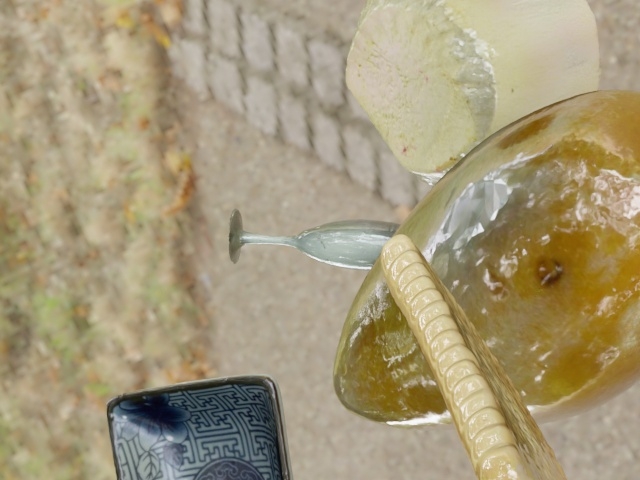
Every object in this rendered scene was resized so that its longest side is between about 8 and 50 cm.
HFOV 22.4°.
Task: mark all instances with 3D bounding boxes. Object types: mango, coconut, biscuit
[{"bbox_3d":[0.149,0.033,1.195,0.384,0.199,0.221,-40,40,40],"label":"mango"},{"bbox_3d":[0.169,-0.184,1.660,0.239,0.244,0.239,25,126,40],"label":"coconut"},{"bbox_3d":[0.100,0.107,0.900,0.160,0.030,0.249,53,-173,-31],"label":"biscuit"}]

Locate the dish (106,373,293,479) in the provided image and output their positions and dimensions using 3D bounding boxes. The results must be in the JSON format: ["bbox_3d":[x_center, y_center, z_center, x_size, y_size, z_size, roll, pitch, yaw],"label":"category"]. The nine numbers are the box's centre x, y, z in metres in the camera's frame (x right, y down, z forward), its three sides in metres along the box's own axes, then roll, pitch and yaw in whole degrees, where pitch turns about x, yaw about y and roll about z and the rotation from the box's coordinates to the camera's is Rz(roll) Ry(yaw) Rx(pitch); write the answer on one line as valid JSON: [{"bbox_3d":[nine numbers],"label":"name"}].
[{"bbox_3d":[-0.081,0.242,1.428,0.182,0.080,0.243,-11,86,28],"label":"dish"}]

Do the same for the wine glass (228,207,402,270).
[{"bbox_3d":[0.000,0.000,1.792,0.066,0.198,0.066,3,-90,-78],"label":"wine glass"}]
